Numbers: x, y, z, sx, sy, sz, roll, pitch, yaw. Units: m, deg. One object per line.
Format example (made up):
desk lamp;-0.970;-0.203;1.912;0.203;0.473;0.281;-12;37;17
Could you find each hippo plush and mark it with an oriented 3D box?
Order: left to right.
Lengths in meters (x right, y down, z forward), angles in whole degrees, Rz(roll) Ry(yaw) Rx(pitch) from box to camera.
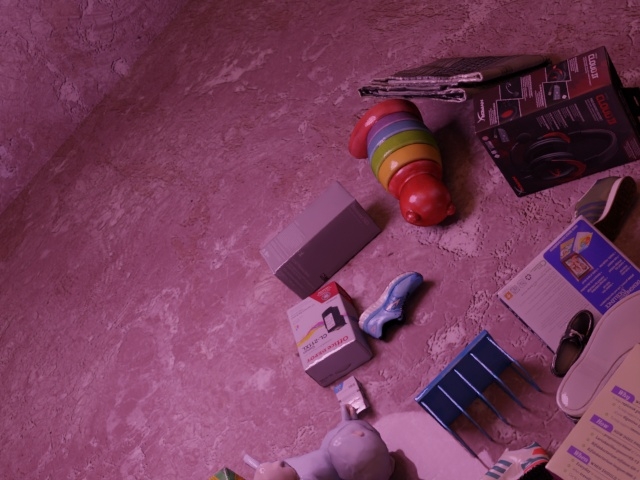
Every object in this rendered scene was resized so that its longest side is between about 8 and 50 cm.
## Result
hippo plush;0.026;0.433;1.565;0.236;0.234;0.294;-29;-3;-9

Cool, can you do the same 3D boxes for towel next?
towel;0.291;-0.366;1.982;0.312;0.056;0.324;12;28;44

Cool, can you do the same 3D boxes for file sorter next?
file sorter;0.271;0.264;1.535;0.170;0.118;0.104;-44;43;-1

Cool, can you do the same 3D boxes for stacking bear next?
stacking bear;0.190;-0.149;1.925;0.175;0.164;0.289;-9;52;-15

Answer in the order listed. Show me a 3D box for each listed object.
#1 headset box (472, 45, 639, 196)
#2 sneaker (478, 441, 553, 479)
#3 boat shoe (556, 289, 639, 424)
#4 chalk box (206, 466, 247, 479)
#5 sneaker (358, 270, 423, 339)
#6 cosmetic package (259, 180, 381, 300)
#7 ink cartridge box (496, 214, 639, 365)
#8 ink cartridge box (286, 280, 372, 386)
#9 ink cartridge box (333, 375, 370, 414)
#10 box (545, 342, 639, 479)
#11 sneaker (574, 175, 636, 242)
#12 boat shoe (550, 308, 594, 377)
headset box;0.468;-0.224;1.718;0.293;0.218;0.110;-18;48;26
sneaker;0.301;0.383;1.467;0.161;0.057;0.075;-33;25;14
boat shoe;0.482;0.192;1.457;0.095;0.079;0.255;27;77;45
chalk box;-0.159;0.547;1.625;0.132;0.132;0.213;-37;41;8
sneaker;0.154;0.133;1.800;0.162;0.063;0.073;-49;59;-1
cosmetic package;0.000;0.000;1.974;0.238;0.127;0.107;-42;40;4
ink cartridge box;0.451;0.099;1.559;0.206;0.045;0.208;-43;71;1
ink cartridge box;0.017;0.189;1.838;0.127;0.072;0.175;-33;41;11
ink cartridge box;0.063;0.308;1.732;0.048;0.028;0.083;-35;41;10
box;0.496;0.312;1.313;0.243;0.117;0.213;-51;41;-8
sneaker;0.500;-0.038;1.660;0.192;0.064;0.086;-57;28;-9
boat shoe;0.421;0.171;1.506;0.046;0.038;0.125;30;87;16
